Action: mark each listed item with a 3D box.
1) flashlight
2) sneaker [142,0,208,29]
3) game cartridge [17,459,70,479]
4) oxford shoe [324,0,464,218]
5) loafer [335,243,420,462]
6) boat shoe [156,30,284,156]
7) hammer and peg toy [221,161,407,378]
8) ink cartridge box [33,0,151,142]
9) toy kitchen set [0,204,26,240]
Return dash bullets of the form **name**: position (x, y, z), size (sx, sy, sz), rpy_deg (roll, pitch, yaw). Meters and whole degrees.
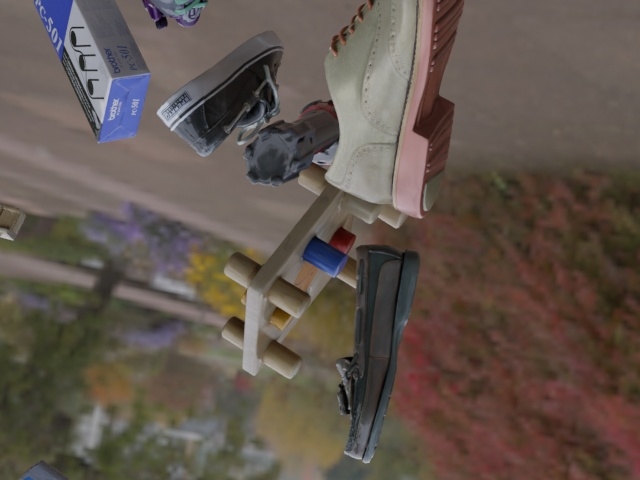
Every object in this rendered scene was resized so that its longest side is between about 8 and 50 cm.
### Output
- **flashlight**: position (-0.026, -0.134, 2.299), size (0.103, 0.103, 0.304), rpy_deg (0, -167, 20)
- **sneaker**: position (-0.119, -0.260, 1.579), size (0.083, 0.098, 0.223), rpy_deg (-25, -168, -23)
- **game cartridge**: position (-0.336, 0.301, 1.924), size (0.056, 0.083, 0.017), rpy_deg (37, -168, -1)
- **oxford shoe**: position (0.071, -0.217, 1.785), size (0.146, 0.397, 0.140), rpy_deg (12, -157, 17)
- **loafer**: position (0.056, 0.136, 2.017), size (0.084, 0.268, 0.096), rpy_deg (13, 175, 1)
- **boat shoe**: position (-0.107, -0.192, 2.181), size (0.113, 0.105, 0.306), rpy_deg (-39, -176, 25)
- **hammer and peg toy**: position (0.000, 0.000, 2.325), size (0.127, 0.361, 0.266), rpy_deg (31, 152, 14)
- **ink cartridge box**: position (-0.239, -0.211, 1.695), size (0.046, 0.207, 0.097), rpy_deg (-11, 146, -26)
- **toy kitchen set**: position (-0.389, -0.023, 1.813), size (0.083, 0.068, 0.075), rpy_deg (12, 158, 27)
